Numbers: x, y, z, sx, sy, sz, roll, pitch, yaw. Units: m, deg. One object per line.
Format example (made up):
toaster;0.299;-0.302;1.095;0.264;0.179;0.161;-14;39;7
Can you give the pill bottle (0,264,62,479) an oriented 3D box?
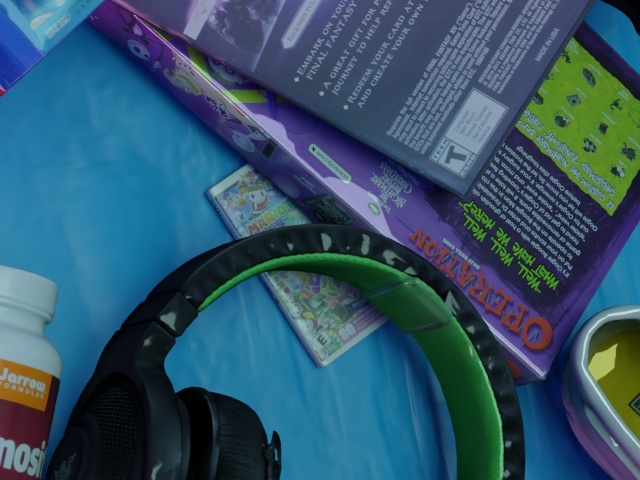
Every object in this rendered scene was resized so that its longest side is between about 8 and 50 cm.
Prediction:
pill bottle;-0.179;0.090;0.885;0.086;0.086;0.152;14;77;-20

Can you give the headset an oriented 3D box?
headset;-0.028;0.167;0.876;0.243;0.185;0.394;41;66;-17

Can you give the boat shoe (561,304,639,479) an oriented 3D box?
boat shoe;0.280;0.156;0.946;0.136;0.156;0.367;-45;70;-4

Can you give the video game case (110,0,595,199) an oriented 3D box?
video game case;0.013;-0.167;0.921;0.274;0.026;0.196;29;104;-14

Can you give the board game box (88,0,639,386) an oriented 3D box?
board game box;0.046;-0.101;1.027;0.347;0.056;0.208;42;60;-12

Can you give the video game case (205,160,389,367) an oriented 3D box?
video game case;0.000;0.000;1.017;0.087;0.011;0.122;-35;96;-24

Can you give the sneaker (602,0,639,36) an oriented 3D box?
sneaker;0.084;-0.187;0.979;0.302;0.108;0.121;8;84;-17

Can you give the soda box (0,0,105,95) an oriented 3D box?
soda box;-0.160;-0.113;0.857;0.067;0.210;0.071;46;68;-11
